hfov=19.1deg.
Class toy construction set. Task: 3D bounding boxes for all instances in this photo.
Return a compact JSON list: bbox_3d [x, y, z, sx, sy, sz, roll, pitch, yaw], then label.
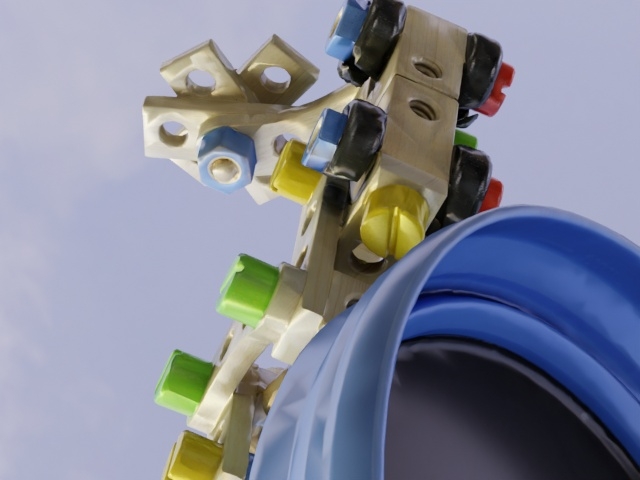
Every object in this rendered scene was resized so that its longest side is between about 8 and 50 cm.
[{"bbox_3d":[0.000,0.000,0.949,0.151,0.215,0.328,13,-141,-20],"label":"toy construction set"}]

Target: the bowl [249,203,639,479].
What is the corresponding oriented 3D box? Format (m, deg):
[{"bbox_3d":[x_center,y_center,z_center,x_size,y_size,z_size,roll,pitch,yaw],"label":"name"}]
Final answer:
[{"bbox_3d":[0.116,0.180,0.717,0.077,0.391,0.391,-27,-146,33],"label":"bowl"}]
